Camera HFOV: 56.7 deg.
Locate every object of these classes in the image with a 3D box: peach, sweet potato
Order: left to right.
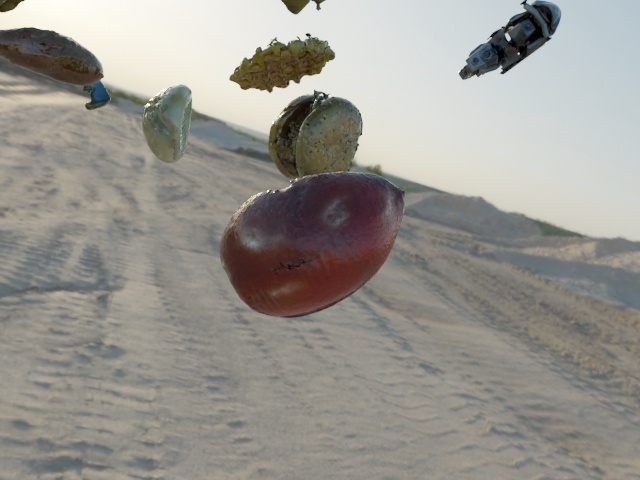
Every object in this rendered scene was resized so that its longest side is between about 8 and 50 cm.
[{"bbox_3d":[-0.637,-0.416,1.292,0.109,0.109,0.385,23,13,32],"label":"sweet potato"},{"bbox_3d":[-0.001,0.006,0.791,0.267,0.154,0.159,-17,-28,1],"label":"peach"}]

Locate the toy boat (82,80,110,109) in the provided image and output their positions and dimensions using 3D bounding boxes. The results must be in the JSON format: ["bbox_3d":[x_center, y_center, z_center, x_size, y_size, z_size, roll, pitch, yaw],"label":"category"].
[{"bbox_3d":[-0.683,-0.441,1.768,0.077,0.075,0.185,-26,48,-19],"label":"toy boat"}]

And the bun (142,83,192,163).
[{"bbox_3d":[-0.350,-0.271,1.341,0.102,0.183,0.183,10,9,-10],"label":"bun"}]

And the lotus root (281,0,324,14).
[{"bbox_3d":[-0.017,-0.498,1.025,0.078,0.183,0.203,11,-21,37],"label":"lotus root"}]

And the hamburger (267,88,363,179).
[{"bbox_3d":[-0.022,-0.336,1.964,0.195,0.318,0.277,26,9,32],"label":"hamburger"}]

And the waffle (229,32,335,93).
[{"bbox_3d":[-0.106,-0.519,1.748,0.302,0.068,0.325,-20,-1,45],"label":"waffle"}]

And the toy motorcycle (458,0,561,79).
[{"bbox_3d":[0.446,-0.461,1.365,0.106,0.270,0.159,59,-2,5],"label":"toy motorcycle"}]

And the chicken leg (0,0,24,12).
[{"bbox_3d":[-0.634,-0.447,1.092,0.140,0.361,0.211,34,9,-12],"label":"chicken leg"}]
